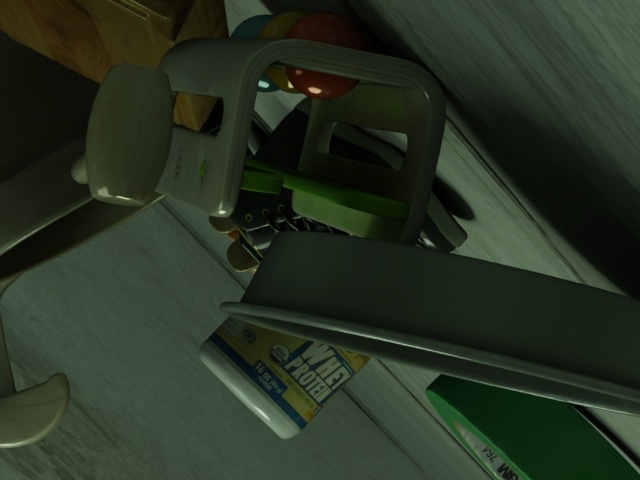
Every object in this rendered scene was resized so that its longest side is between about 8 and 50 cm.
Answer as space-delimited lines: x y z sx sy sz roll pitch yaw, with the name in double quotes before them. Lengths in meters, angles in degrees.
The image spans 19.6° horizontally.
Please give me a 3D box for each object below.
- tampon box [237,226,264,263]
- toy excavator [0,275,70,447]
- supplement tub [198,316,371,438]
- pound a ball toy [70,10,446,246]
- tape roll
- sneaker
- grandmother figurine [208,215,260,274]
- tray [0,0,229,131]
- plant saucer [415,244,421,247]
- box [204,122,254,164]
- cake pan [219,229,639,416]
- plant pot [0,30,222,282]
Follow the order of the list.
"tampon box" 0.000 0.000 1.675 0.120 0.101 0.161 45 174 5
"toy excavator" -0.362 -0.037 2.213 0.433 0.445 0.222 45 175 2
"supplement tub" -0.018 0.102 2.022 0.144 0.199 0.144 44 175 5
"pound a ball toy" -0.055 -0.085 1.156 0.208 0.135 0.319 10 -177 -15
"tape roll" 0.236 0.232 1.756 0.321 0.077 0.321 47 174 6
"sneaker" 0.014 -0.017 1.390 0.083 0.118 0.222 49 172 -37
"grandmother figurine" -0.024 0.060 2.330 0.342 0.104 0.207 49 -159 -59
"tray" -0.179 -0.194 1.446 0.203 0.076 0.411 27 172 3
"plant saucer" 0.077 -0.011 1.504 0.083 0.015 0.083 43 174 6
"box" -0.049 -0.010 1.869 0.190 0.045 0.184 59 174 17
"cake pan" 0.090 0.050 1.057 0.293 0.054 0.293 13 175 1
"plant pot" -0.297 -0.143 1.942 0.280 0.323 0.323 60 175 4
